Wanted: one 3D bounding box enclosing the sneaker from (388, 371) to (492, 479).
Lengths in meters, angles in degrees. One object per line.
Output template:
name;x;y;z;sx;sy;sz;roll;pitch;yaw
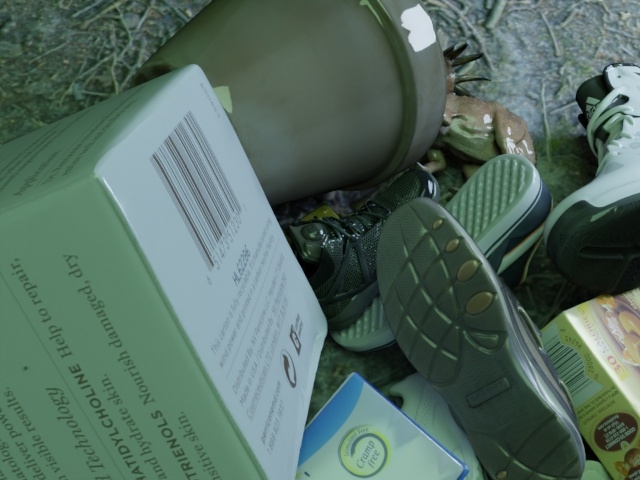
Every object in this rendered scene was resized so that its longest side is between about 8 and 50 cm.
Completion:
sneaker;0.135;0.249;1.118;0.115;0.090;0.232;-23;41;12

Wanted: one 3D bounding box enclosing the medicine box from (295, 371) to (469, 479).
medicine box;-0.009;0.310;0.976;0.149;0.289;0.263;38;68;12

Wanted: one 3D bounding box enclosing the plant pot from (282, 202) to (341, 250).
plant pot;0.000;0.000;1.234;0.081;0.083;0.081;-34;73;-18

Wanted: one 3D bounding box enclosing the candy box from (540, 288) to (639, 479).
candy box;0.395;0.211;1.126;0.183;0.087;0.316;-14;64;-45

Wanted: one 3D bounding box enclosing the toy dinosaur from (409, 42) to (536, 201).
toy dinosaur;0.208;-0.158;1.309;0.296;0.127;0.200;35;45;-1

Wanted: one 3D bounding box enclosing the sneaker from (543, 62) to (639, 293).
sneaker;0.377;-0.092;1.237;0.448;0.169;0.257;-15;50;-39

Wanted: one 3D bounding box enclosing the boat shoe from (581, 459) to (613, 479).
boat shoe;0.212;0.368;1.079;0.305;0.091;0.109;-47;110;-20

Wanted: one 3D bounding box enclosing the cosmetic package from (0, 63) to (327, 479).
cosmetic package;-0.247;0.085;0.910;0.394;0.327;0.329;-20;21;16

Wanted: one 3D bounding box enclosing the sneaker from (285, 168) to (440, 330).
sneaker;0.046;-0.010;1.150;0.227;0.130;0.087;-48;42;-2

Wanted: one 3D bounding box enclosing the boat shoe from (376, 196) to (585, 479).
boat shoe;0.177;0.117;1.079;0.132;0.130;0.355;-28;85;21

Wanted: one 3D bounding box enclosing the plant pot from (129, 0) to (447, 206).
plant pot;-0.061;-0.171;1.137;0.323;0.323;0.280;44;50;15

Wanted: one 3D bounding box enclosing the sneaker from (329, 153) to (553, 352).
sneaker;0.162;0.042;1.201;0.321;0.127;0.126;-40;45;8
